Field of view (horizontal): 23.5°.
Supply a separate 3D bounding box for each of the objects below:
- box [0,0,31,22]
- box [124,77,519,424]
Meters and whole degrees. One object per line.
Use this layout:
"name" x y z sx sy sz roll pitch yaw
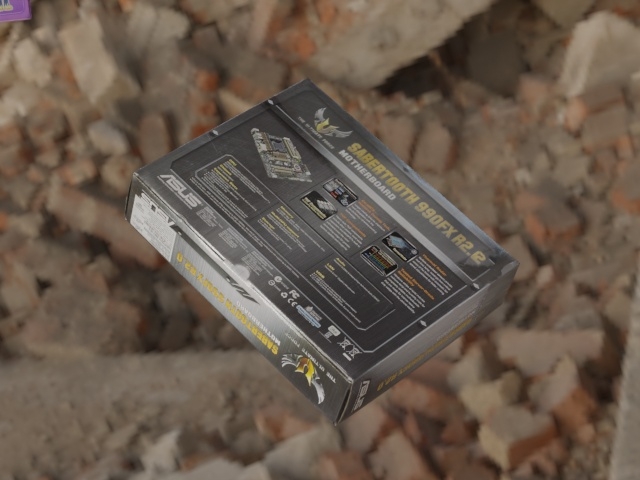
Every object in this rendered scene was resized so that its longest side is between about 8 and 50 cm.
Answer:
"box" -0.355 -0.198 1.061 0.293 0.057 0.201 -7 30 -11
"box" 0.000 0.000 1.123 0.231 0.056 0.183 42 52 20
